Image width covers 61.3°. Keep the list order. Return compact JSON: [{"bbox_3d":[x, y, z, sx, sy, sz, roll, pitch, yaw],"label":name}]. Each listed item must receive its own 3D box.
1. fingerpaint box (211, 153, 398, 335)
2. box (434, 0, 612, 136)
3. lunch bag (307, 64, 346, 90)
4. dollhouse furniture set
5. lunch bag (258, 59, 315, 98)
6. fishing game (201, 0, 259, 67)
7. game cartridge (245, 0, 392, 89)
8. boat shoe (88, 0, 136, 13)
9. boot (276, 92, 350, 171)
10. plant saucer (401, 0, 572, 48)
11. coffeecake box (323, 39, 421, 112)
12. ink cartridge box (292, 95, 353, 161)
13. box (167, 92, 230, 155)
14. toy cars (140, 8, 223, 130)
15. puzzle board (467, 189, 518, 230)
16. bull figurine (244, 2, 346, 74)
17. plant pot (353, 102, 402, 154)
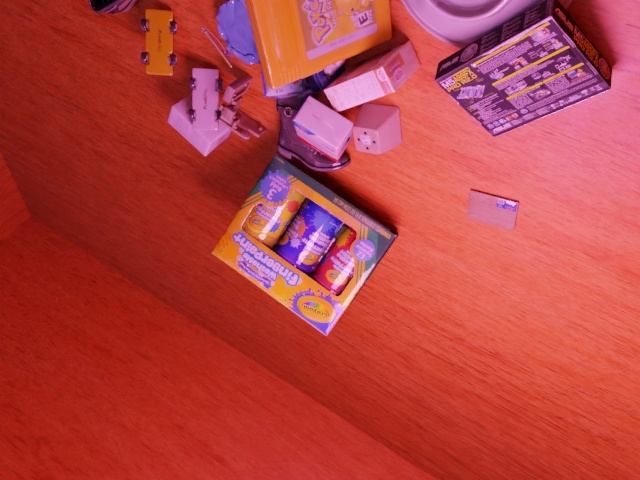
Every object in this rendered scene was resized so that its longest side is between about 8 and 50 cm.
[{"bbox_3d":[-0.047,0.010,1.678,0.445,0.371,0.163,36,-173,8],"label":"fingerpaint box"},{"bbox_3d":[0.406,-0.336,1.098,0.216,0.060,0.270,33,150,-27],"label":"box"},{"bbox_3d":[0.022,-0.428,1.383,0.065,0.098,0.067,23,148,53],"label":"lunch bag"},{"bbox_3d":[-0.218,-0.393,1.621,0.123,0.144,0.151,34,130,0],"label":"dollhouse furniture set"},{"bbox_3d":[-0.088,-0.461,1.428,0.128,0.096,0.151,-2,96,25],"label":"lunch bag"},{"bbox_3d":[-0.196,-0.571,1.476,0.264,0.041,0.189,-16,125,44],"label":"fishing game"},{"bbox_3d":[0.002,-0.505,1.132,0.052,0.323,0.285,42,154,43],"label":"game cartridge"},{"bbox_3d":[-0.565,-0.751,1.535,0.132,0.130,0.355,48,144,-11],"label":"boat shoe"},{"bbox_3d":[-0.029,-0.330,1.547,0.263,0.091,0.229,19,132,16],"label":"boot"},{"bbox_3d":[0.288,-0.536,1.016,0.400,0.100,0.400,24,141,21],"label":"plant saucer"},{"bbox_3d":[0.123,-0.389,1.288,0.185,0.142,0.068,-7,124,46],"label":"coffeecake box"},{"bbox_3d":[0.009,-0.285,1.423,0.134,0.078,0.231,33,180,2],"label":"ink cartridge box"},{"bbox_3d":[-0.389,-0.388,1.770,0.170,0.130,0.091,43,146,-2],"label":"box"},{"bbox_3d":[-0.421,-0.518,1.665,0.394,0.176,0.087,51,-179,-15],"label":"toy cars"},{"bbox_3d":[0.456,-0.081,1.433,0.128,0.011,0.096,19,138,26],"label":"puzzle board"},{"bbox_3d":[-0.051,-0.520,1.244,0.188,0.101,0.310,7,149,31],"label":"bull figurine"},{"bbox_3d":[0.143,-0.286,1.422,0.109,0.096,0.109,16,139,30],"label":"plant pot"}]
